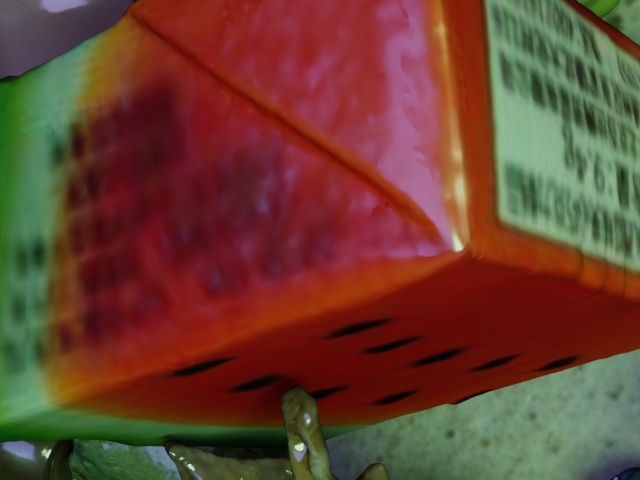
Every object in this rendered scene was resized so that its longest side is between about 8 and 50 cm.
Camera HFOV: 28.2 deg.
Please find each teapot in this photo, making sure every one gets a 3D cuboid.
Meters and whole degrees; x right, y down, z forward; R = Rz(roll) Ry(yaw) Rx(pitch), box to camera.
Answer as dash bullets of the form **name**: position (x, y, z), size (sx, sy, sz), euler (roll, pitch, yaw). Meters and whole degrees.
- **teapot**: position (-0.206, 0.152, 0.976), size (0.068, 0.076, 0.121), euler (20, 72, 18)

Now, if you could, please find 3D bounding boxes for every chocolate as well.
- **chocolate**: position (0.000, 0.000, 0.670), size (0.341, 0.360, 0.161), euler (-21, 71, 29)

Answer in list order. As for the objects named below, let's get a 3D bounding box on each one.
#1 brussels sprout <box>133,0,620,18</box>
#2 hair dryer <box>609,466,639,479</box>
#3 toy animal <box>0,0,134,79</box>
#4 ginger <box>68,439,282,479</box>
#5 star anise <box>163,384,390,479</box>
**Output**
- **brussels sprout**: position (0.027, -0.219, 0.693), size (0.328, 0.328, 0.247), euler (-41, 55, 25)
- **hair dryer**: position (0.188, 0.249, 0.765), size (0.167, 0.067, 0.199), euler (44, 123, 15)
- **toy animal**: position (-0.149, -0.162, 0.854), size (0.269, 0.237, 0.326), euler (-41, 73, 45)
- **ginger**: position (-0.144, 0.100, 0.923), size (0.137, 0.089, 0.290), euler (-40, 73, 24)
- **star anise**: position (0.027, 0.213, 0.730), size (0.292, 0.109, 0.349), euler (22, 143, -7)
